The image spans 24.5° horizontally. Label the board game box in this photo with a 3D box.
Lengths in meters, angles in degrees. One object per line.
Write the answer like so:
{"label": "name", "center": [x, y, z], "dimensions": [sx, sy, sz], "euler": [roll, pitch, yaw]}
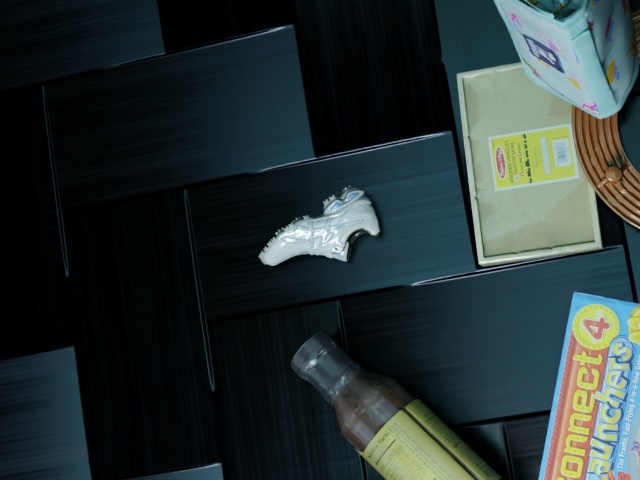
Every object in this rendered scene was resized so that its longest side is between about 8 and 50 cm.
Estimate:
{"label": "board game box", "center": [0.446, 0.241, 1.874], "dimensions": [0.302, 0.086, 0.308], "euler": [10, 87, 16]}

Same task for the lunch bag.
{"label": "lunch bag", "center": [0.308, -0.305, 1.863], "dimensions": [0.160, 0.223, 0.262], "euler": [-17, 55, 14]}

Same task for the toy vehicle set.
{"label": "toy vehicle set", "center": [0.281, -0.108, 1.985], "dimensions": [0.166, 0.035, 0.266], "euler": [-8, 82, 15]}

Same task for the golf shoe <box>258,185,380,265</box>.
{"label": "golf shoe", "center": [0.000, 0.000, 2.039], "dimensions": [0.176, 0.069, 0.086], "euler": [-32, 83, 11]}

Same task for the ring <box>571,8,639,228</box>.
{"label": "ring", "center": [0.496, -0.161, 1.914], "dimensions": [0.337, 0.032, 0.336], "euler": [-1, 83, 8]}

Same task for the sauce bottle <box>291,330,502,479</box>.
{"label": "sauce bottle", "center": [0.104, 0.257, 1.958], "dimensions": [0.344, 0.111, 0.111], "euler": [45, 97, 17]}
